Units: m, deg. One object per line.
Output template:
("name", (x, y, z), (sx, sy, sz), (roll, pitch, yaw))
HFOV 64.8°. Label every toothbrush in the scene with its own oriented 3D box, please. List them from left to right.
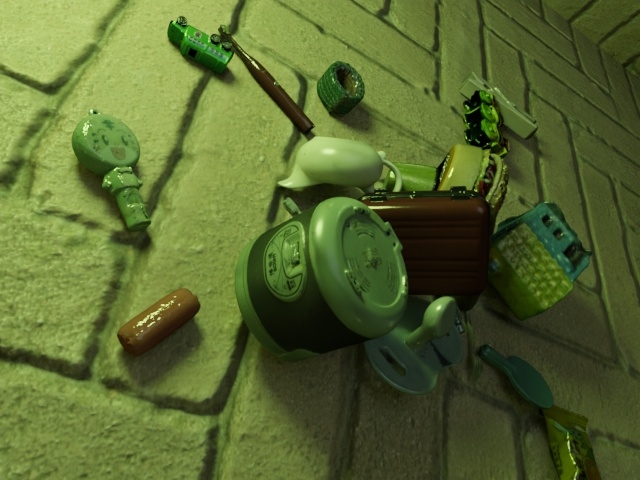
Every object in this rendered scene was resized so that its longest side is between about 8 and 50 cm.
("toothbrush", (-0.145, -0.427, 1.331), (0.364, 0.041, 0.041), (49, 48, -1))
("toothbrush", (0.000, 0.000, 1.192), (0.257, 0.018, 0.024), (49, 51, 0))

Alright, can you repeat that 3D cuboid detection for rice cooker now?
("rice cooker", (-0.003, 0.075, 0.975), (0.288, 0.277, 0.288), (28, 50, -41))

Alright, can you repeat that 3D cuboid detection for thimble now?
("thimble", (0.058, -0.433, 1.438), (0.118, 0.090, 0.135), (-3, 66, -35))

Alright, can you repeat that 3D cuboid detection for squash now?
("squash", (0.229, -0.133, 1.344), (0.122, 0.170, 0.170), (18, 52, -1))

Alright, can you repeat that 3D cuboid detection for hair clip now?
("hair clip", (0.677, -0.509, 1.917), (0.330, 0.085, 0.101), (32, 48, -7))

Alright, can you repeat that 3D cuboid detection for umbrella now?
("umbrella", (0.328, 0.153, 1.314), (0.050, 0.046, 0.188), (-9, 69, -12))

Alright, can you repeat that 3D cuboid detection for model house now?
("model house", (0.576, 0.066, 1.432), (0.303, 0.215, 0.237), (-33, 85, -37))

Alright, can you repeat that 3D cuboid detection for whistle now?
("whistle", (-0.396, -0.138, 0.972), (0.126, 0.067, 0.258), (-16, 78, -52))

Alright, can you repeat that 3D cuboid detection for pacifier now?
("pacifier", (0.220, 0.193, 1.106), (0.279, 0.207, 0.227), (-26, 69, -42))

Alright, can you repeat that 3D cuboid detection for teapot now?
("teapot", (0.061, -0.168, 1.219), (0.299, 0.208, 0.166), (16, 85, -11))

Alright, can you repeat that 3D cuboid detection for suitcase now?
("suitcase", (0.222, 0.003, 1.127), (0.161, 0.297, 0.236), (-59, 147, -69))

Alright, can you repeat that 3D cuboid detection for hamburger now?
("hamburger", (0.373, -0.107, 1.334), (0.176, 0.300, 0.300), (23, 51, -1))

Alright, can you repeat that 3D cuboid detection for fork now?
("fork", (0.397, 0.258, 1.307), (0.034, 0.028, 0.219), (21, 54, -19))

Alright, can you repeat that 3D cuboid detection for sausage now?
("sausage", (-0.280, 0.140, 0.887), (0.062, 0.062, 0.154), (51, 47, 1))

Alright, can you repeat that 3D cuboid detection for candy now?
("candy", (0.635, 0.562, 1.254), (0.187, 0.081, 0.297), (26, 47, -22))

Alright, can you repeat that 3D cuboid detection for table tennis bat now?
("table tennis bat", (0.511, 0.348, 1.314), (0.237, 0.038, 0.149), (35, 32, -8))

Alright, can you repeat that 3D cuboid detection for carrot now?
("carrot", (0.388, 0.047, 1.243), (0.070, 0.342, 0.070), (0, 40, 0))

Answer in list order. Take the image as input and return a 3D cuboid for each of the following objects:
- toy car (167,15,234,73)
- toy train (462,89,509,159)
("toy car", (-0.297, -0.477, 1.237), (0.165, 0.071, 0.063), (24, 67, -22))
("toy train", (0.586, -0.411, 1.788), (0.160, 0.100, 0.296), (32, 49, -24))
